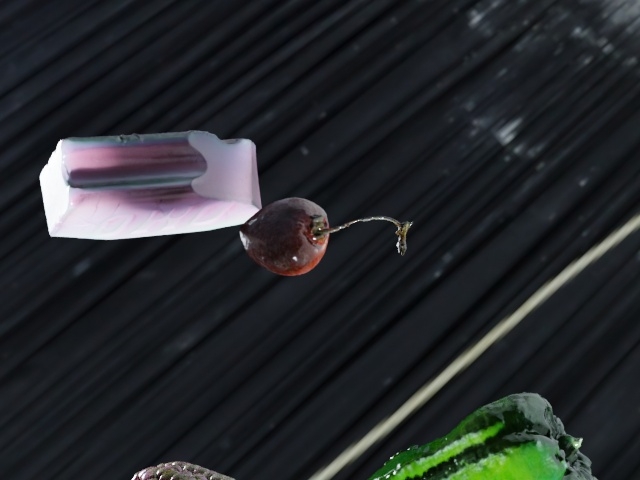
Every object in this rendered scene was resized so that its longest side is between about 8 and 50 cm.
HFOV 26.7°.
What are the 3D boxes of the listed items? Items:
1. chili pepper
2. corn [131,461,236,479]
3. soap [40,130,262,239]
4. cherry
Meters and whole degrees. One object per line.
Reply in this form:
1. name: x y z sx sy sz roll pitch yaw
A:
1. chili pepper: 0.146 0.339 1.553 0.213 0.385 0.167 43 -159 -38
2. corn: -0.080 0.324 1.465 0.335 0.126 0.127 7 133 37
3. soap: -0.236 -0.078 1.953 0.193 0.323 0.109 -36 63 60
4. cherry: 0.000 0.000 1.730 0.225 0.107 0.090 6 136 22
